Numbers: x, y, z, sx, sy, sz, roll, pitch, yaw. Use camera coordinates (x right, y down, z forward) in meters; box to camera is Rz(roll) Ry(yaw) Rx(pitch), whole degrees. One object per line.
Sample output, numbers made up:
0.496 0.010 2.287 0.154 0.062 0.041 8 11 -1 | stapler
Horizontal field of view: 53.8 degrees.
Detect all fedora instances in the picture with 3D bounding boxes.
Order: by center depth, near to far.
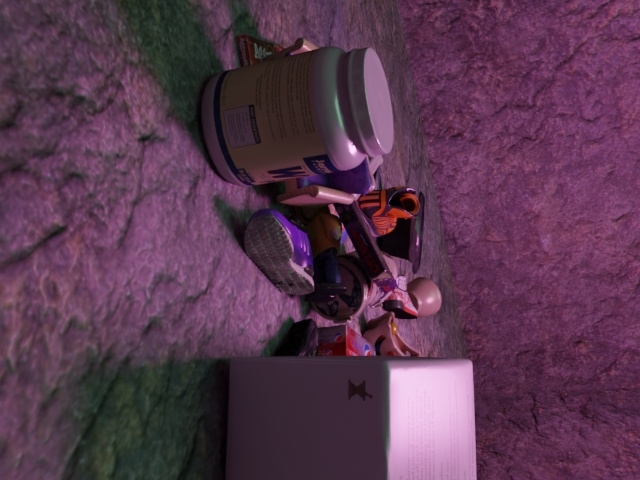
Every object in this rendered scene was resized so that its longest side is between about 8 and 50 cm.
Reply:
0.296 -0.033 2.297 0.334 0.153 0.334 4 90 -80 | fedora

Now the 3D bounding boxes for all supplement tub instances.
-0.040 -0.241 1.227 0.235 0.325 0.235 -7 90 -70 | supplement tub

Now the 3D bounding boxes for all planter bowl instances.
0.384 0.236 2.516 0.109 0.162 0.162 -15 98 -43 | planter bowl

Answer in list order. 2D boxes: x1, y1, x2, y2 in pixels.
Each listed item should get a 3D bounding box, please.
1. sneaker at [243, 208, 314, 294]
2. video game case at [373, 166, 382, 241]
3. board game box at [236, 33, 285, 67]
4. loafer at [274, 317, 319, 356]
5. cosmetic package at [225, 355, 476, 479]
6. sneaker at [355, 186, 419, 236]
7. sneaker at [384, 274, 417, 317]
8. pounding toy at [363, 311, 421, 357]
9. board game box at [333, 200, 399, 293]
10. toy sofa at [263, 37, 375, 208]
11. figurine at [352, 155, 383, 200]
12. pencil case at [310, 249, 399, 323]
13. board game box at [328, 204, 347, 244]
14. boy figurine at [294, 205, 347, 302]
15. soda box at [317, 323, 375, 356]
-0.084 -0.006 1.367 0.293 0.102 0.146 67 24 -55 | sneaker
0.190 -0.124 2.222 0.274 0.026 0.196 -76 161 -48 | video game case
-0.117 -0.400 1.513 0.281 0.027 0.145 -27 107 -69 | board game box
-0.045 0.251 1.402 0.223 0.076 0.078 -55 125 -67 | loafer
0.071 0.381 1.178 0.394 0.327 0.329 16 72 -56 | cosmetic package
0.230 -0.086 1.984 0.321 0.180 0.124 20 69 -66 | sneaker
0.306 0.209 2.370 0.270 0.090 0.145 36 52 -60 | sneaker
0.228 0.378 1.999 0.155 0.154 0.269 -60 138 -59 | pounding toy
0.086 -0.043 1.566 0.346 0.056 0.208 64 12 20 | board game box
-0.005 -0.262 1.425 0.150 0.177 0.362 7 75 -55 | toy sofa
0.086 -0.224 1.792 0.209 0.092 0.215 -60 141 -37 | figurine
0.100 0.120 1.732 0.183 0.160 0.410 70 19 4 | pencil case
0.030 -0.102 1.786 0.317 0.046 0.213 -51 129 -64 | board game box
0.000 0.000 1.527 0.092 0.177 0.285 4 66 -30 | boy figurine
0.075 0.306 1.706 0.263 0.083 0.092 45 41 -59 | soda box
